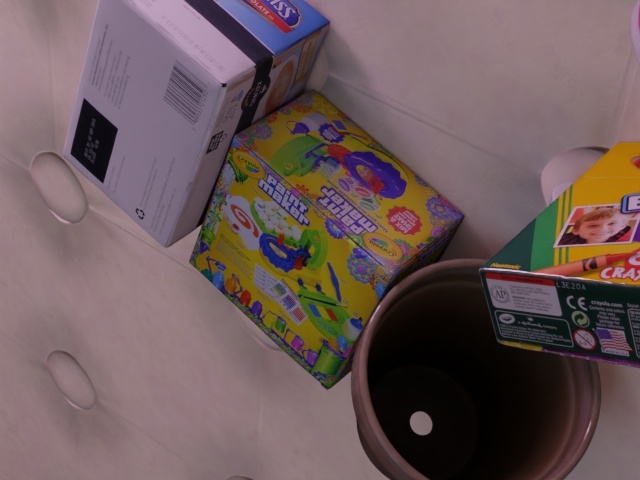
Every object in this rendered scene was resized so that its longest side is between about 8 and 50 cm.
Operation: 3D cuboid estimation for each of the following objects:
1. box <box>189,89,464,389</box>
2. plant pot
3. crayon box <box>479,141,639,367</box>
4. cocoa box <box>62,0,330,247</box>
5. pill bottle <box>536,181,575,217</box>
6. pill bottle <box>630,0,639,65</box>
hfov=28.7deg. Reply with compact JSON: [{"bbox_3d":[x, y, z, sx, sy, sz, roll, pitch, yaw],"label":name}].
[{"bbox_3d":[0.000,0.000,1.770,0.290,0.177,0.279,42,139,15],"label":"box"},{"bbox_3d":[0.175,0.218,1.696,0.323,0.323,0.280,48,157,7],"label":"plant pot"},{"bbox_3d":[0.402,0.008,1.284,0.363,0.313,0.106,6,123,41],"label":"crayon box"},{"bbox_3d":[-0.181,-0.211,1.754,0.231,0.228,0.347,41,138,14],"label":"cocoa box"},{"bbox_3d":[0.305,0.015,1.551,0.094,0.094,0.169,30,134,26],"label":"pill bottle"},{"bbox_3d":[0.449,-0.237,1.185,0.160,0.160,0.283,55,140,-2],"label":"pill bottle"}]
